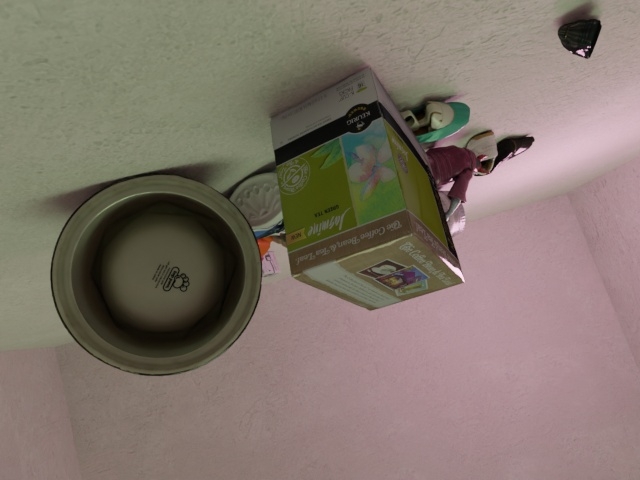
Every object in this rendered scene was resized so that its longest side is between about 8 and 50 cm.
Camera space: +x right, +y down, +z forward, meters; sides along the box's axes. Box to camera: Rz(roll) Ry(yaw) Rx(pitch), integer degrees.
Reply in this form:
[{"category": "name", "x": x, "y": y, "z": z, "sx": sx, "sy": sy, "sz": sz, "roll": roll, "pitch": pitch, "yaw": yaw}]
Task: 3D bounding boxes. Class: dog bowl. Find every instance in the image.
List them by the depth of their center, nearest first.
[{"category": "dog bowl", "x": -0.335, "y": 0.069, "z": 1.003, "sx": 0.407, "sy": 0.409, "sz": 0.150, "roll": -15, "pitch": -177, "yaw": -13}]

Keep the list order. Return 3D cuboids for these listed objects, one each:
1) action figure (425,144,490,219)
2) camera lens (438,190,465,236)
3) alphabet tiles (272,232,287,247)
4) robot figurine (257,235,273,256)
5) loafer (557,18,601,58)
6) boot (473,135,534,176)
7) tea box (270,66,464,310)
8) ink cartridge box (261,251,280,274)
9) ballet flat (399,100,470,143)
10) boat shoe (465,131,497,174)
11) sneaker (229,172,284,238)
[{"category": "action figure", "x": 0.302, "y": -0.208, "z": 1.279, "sx": 0.369, "sy": 0.248, "sz": 0.276, "roll": -14, "pitch": 143, "yaw": -12}, {"category": "camera lens", "x": 0.432, "y": -0.085, "z": 1.946, "sx": 0.274, "sy": 0.220, "sz": 0.219, "roll": -14, "pitch": 170, "yaw": -19}, {"category": "alphabet tiles", "x": 0.000, "y": 0.000, "z": 1.480, "sx": 0.283, "sy": 0.021, "sz": 0.278, "roll": -2, "pitch": -168, "yaw": -29}, {"category": "robot figurine", "x": -0.242, "y": -0.004, "z": 1.489, "sx": 0.158, "sy": 0.128, "sz": 0.219, "roll": 26, "pitch": -172, "yaw": 22}, {"category": "loafer", "x": 0.487, "y": -0.384, "z": 0.878, "sx": 0.061, "sy": 0.062, "sz": 0.170, "roll": 21, "pitch": -163, "yaw": 26}, {"category": "boot", "x": 0.628, "y": -0.288, "z": 1.604, "sx": 0.136, "sy": 0.077, "sz": 0.198, "roll": -18, "pitch": 173, "yaw": -28}, {"category": "tea box", "x": 0.095, "y": -0.069, "z": 0.887, "sx": 0.219, "sy": 0.324, "sz": 0.329, "roll": -21, "pitch": 153, "yaw": 23}, {"category": "ink cartridge box", "x": -0.259, "y": 0.111, "z": 2.160, "sx": 0.063, "sy": 0.109, "sz": 0.150, "roll": -25, "pitch": 168, "yaw": 22}, {"category": "ballet flat", "x": 0.215, "y": -0.255, "z": 1.015, "sx": 0.247, "sy": 0.083, "sz": 0.087, "roll": -18, "pitch": 162, "yaw": 3}, {"category": "boat shoe", "x": 0.504, "y": -0.253, "z": 1.487, "sx": 0.098, "sy": 0.096, "sz": 0.277, "roll": -18, "pitch": 170, "yaw": 8}, {"category": "sneaker", "x": -0.123, "y": -0.094, "z": 1.242, "sx": 0.322, "sy": 0.130, "sz": 0.236, "roll": -29, "pitch": 173, "yaw": 39}]
